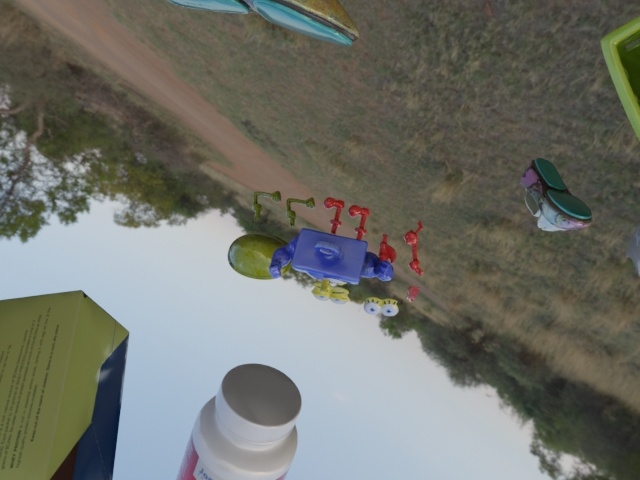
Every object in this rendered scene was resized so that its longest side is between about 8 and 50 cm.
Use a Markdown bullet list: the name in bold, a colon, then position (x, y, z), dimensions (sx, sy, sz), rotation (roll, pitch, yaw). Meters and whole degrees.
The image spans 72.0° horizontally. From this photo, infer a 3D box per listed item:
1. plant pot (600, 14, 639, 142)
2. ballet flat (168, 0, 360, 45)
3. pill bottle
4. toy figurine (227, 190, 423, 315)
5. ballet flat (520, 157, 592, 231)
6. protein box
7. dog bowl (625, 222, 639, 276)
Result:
- **plant pot**: position (0.600, -0.258, 0.679), dimensions (0.207, 0.227, 0.228), rotation (-18, -94, -52)
- **ballet flat**: position (-0.094, -0.407, 0.696), dimensions (0.348, 0.123, 0.123), rotation (18, 175, 9)
- **pill bottle**: position (-0.185, 0.484, 0.971), dimensions (0.228, 0.408, 0.229), rotation (18, -158, -8)
- **toy figurine**: position (0.000, 0.000, 0.726), dimensions (0.362, 0.191, 0.217), rotation (14, 173, 9)
- **ballet flat**: position (0.407, -0.067, 0.779), dimensions (0.076, 0.079, 0.222), rotation (14, -144, -5)
- **protein box**: position (-0.350, 0.183, 0.493), dimensions (0.201, 0.200, 0.136), rotation (-7, 147, -2)
- **dog bowl**: position (0.633, 0.016, 0.612), dimensions (0.348, 0.349, 0.102), rotation (30, 164, 44)
